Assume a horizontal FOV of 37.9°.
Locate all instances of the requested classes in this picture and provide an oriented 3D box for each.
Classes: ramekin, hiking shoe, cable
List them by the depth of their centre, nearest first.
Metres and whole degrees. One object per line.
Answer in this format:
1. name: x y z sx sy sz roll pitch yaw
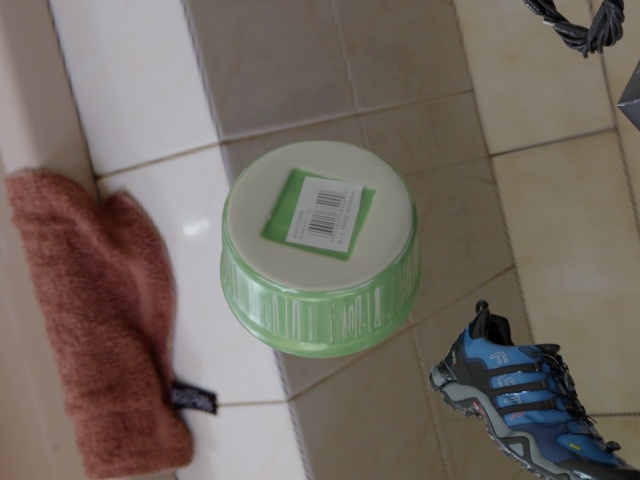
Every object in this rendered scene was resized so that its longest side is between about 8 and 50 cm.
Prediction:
1. hiking shoe: 0.255 0.187 1.092 0.304 0.113 0.132 34 101 43
2. cable: 0.331 -0.307 1.215 0.150 0.047 0.184 56 169 -8
3. ramekin: 0.000 0.000 1.330 0.303 0.303 0.148 36 154 22

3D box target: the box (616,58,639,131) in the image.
1. box: 0.634 -0.270 1.622 0.153 0.207 0.108 42 157 -20
